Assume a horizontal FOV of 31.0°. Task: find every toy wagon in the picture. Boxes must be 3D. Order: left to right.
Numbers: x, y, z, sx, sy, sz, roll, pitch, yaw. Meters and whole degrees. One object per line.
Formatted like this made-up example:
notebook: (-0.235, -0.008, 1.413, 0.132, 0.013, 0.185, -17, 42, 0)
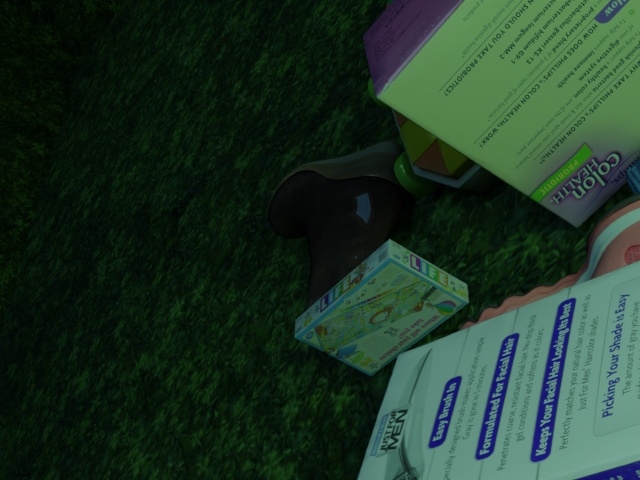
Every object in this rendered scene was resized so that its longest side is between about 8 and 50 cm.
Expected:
toy wagon: (0.143, -0.224, 1.252, 0.267, 0.068, 0.345, -46, 50, 43)

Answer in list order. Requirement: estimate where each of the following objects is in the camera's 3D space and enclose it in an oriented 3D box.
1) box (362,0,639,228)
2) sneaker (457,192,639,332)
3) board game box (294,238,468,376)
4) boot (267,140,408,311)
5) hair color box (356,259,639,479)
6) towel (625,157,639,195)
box: (0.199, -0.166, 0.996, 0.213, 0.243, 0.117, -48, 27, 27)
sneaker: (0.230, 0.077, 0.872, 0.314, 0.115, 0.136, -45, 40, 42)
board game box: (0.060, 0.072, 1.172, 0.154, 0.103, 0.026, -42, 30, 34)
boot: (0.000, 0.000, 1.379, 0.248, 0.090, 0.207, -27, 38, 45)
hair color box: (0.187, 0.113, 0.719, 0.338, 0.110, 0.185, -24, 25, 33)
towel: (0.289, -0.073, 0.890, 0.119, 0.029, 0.067, -49, 27, 23)
